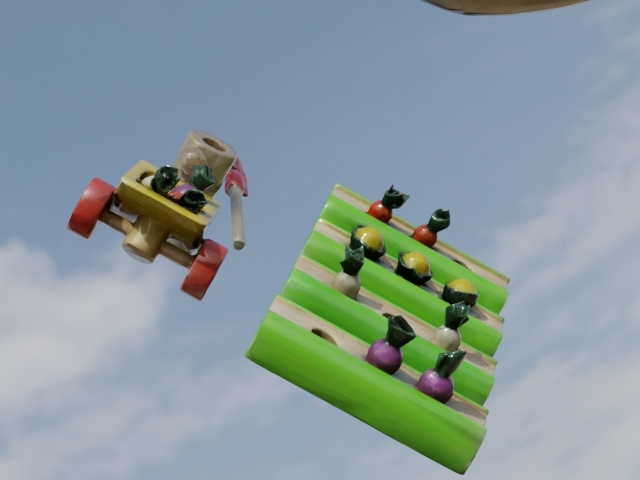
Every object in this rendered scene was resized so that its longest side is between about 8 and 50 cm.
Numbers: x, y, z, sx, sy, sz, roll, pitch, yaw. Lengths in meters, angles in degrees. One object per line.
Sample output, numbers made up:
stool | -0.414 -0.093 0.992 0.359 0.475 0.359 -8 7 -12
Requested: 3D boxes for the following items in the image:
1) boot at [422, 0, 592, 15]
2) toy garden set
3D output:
boot | 0.110 -0.158 0.428 0.236 0.085 0.178 -32 -17 -24
toy garden set | 0.000 0.000 0.955 0.049 0.204 0.244 -61 1 17
